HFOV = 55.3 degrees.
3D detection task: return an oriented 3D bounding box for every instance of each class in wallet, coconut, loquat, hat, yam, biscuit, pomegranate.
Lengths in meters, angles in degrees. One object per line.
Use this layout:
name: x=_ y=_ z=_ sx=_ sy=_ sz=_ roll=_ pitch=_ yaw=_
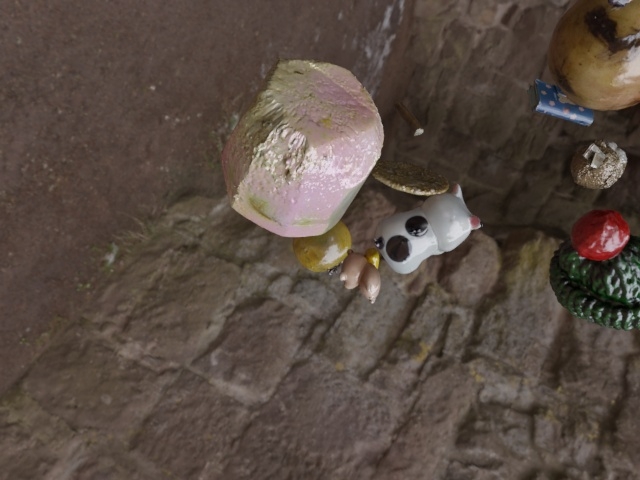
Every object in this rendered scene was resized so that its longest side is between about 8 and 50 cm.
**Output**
wallet: x=0.783 y=-0.452 z=2.001 sx=0.059 sy=0.203 sz=0.141 roll=111 pitch=-10 yaw=-47
coconut: x=-0.041 y=-0.129 z=0.938 sx=0.233 sy=0.233 sz=0.245 roll=-55 pitch=180 yaw=-40
loquat: x=0.000 y=0.000 z=1.777 sx=0.172 sy=0.204 sz=0.149 roll=-32 pitch=168 yaw=2
hat: x=0.673 y=0.061 z=1.442 sx=0.332 sy=0.274 sz=0.242 roll=50 pitch=51 yaw=-49
yam: x=0.237 y=-0.329 z=1.645 sx=0.145 sy=0.032 sz=0.032 roll=-115 pitch=-150 yaw=-43
biscuit: x=0.233 y=-0.165 z=1.601 sx=0.220 sy=0.220 sz=0.033 roll=-43 pitch=150 yaw=-62
pomegranate: x=0.685 y=-0.454 z=1.402 sx=0.322 sy=0.322 sz=0.322 roll=-60 pitch=168 yaw=-22

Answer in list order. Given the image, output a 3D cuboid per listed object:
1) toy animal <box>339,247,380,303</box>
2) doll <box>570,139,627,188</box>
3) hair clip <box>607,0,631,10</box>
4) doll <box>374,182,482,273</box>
toy animal: x=0.075 y=0.074 z=1.216 sx=0.091 sy=0.082 sz=0.114 roll=101 pitch=-8 yaw=-49
doll: x=0.611 y=-0.165 z=1.345 sx=0.115 sy=0.105 sz=0.221 roll=-36 pitch=174 yaw=26
hair clip: x=0.658 y=-0.592 z=1.224 sx=0.173 sy=0.069 sz=0.300 roll=35 pitch=73 yaw=-37
doll: x=0.188 y=-0.017 z=1.104 sx=0.181 sy=0.110 sz=0.107 roll=-25 pitch=158 yaw=5
